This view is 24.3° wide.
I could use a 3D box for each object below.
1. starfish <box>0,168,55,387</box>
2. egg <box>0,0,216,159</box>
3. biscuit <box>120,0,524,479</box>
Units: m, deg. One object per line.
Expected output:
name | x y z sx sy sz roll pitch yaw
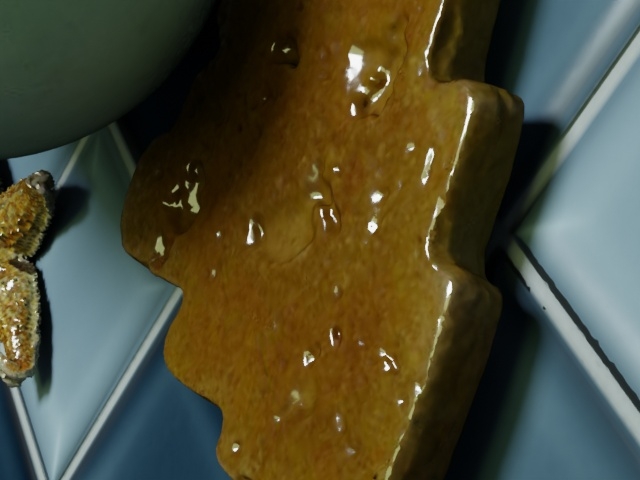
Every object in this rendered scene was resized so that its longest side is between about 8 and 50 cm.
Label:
starfish | -0.222 0.013 0.947 0.227 0.043 0.240 -50 38 30
egg | -0.182 -0.188 0.750 0.276 0.276 0.389 -63 27 18
biscuit | 0.001 0.000 0.637 0.278 0.043 0.301 -36 51 42
